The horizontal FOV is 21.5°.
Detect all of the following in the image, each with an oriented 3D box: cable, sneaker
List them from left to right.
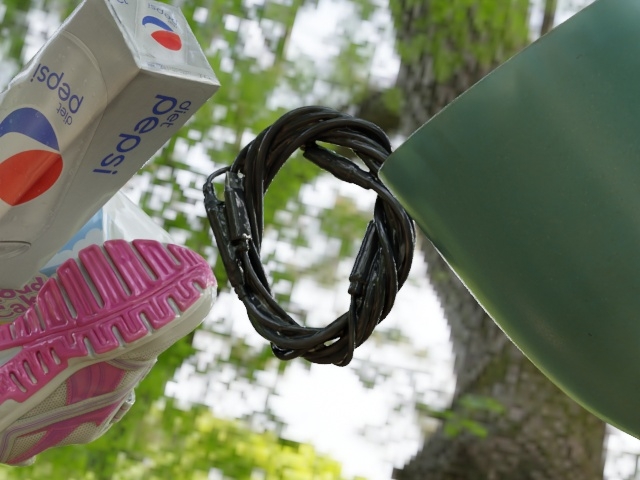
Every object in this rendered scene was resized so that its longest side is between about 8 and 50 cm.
[{"bbox_3d":[-0.184,0.091,1.314,0.252,0.103,0.111,-29,-38,10],"label":"sneaker"},{"bbox_3d":[0.000,0.000,1.193,0.150,0.184,0.047,-26,-20,16],"label":"cable"}]

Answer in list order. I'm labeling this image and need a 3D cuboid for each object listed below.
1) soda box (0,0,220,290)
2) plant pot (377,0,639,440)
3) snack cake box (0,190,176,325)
[{"bbox_3d":[-0.217,-0.076,1.385,0.286,0.091,0.098,-42,-28,27],"label":"soda box"},{"bbox_3d":[0.220,-0.020,0.991,0.235,0.293,0.293,57,-21,5],"label":"plant pot"},{"bbox_3d":[-0.283,0.039,1.595,0.264,0.089,0.152,-16,-29,18],"label":"snack cake box"}]
